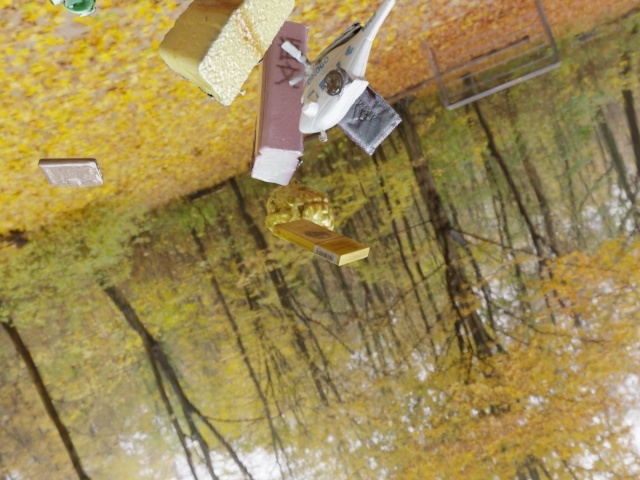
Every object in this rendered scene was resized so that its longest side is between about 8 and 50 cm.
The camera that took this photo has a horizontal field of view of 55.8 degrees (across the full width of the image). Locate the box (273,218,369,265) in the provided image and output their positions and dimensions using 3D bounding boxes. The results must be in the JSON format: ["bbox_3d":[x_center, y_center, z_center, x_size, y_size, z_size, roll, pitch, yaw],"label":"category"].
[{"bbox_3d":[0.000,0.000,1.072,0.155,0.023,0.087,25,-153,33],"label":"box"}]

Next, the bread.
[{"bbox_3d":[-0.171,-0.412,1.150,0.266,0.178,0.142,-59,-170,-7],"label":"bread"}]

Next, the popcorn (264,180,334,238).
[{"bbox_3d":[-0.062,-0.093,1.933,0.233,0.192,0.266,6,-176,26],"label":"popcorn"}]

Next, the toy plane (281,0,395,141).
[{"bbox_3d":[0.054,-0.257,0.837,0.273,0.107,0.182,-39,156,17],"label":"toy plane"}]

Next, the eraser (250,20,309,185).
[{"bbox_3d":[-0.113,-0.360,1.631,0.122,0.359,0.272,6,167,-13],"label":"eraser"}]

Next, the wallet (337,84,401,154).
[{"bbox_3d":[0.087,-0.281,1.328,0.111,0.166,0.030,-47,-161,3],"label":"wallet"}]

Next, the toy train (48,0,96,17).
[{"bbox_3d":[-0.561,-0.662,1.437,0.243,0.188,0.132,-36,-174,-18],"label":"toy train"}]

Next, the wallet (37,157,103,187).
[{"bbox_3d":[-0.686,-0.190,1.671,0.153,0.038,0.118,-3,149,-8],"label":"wallet"}]
